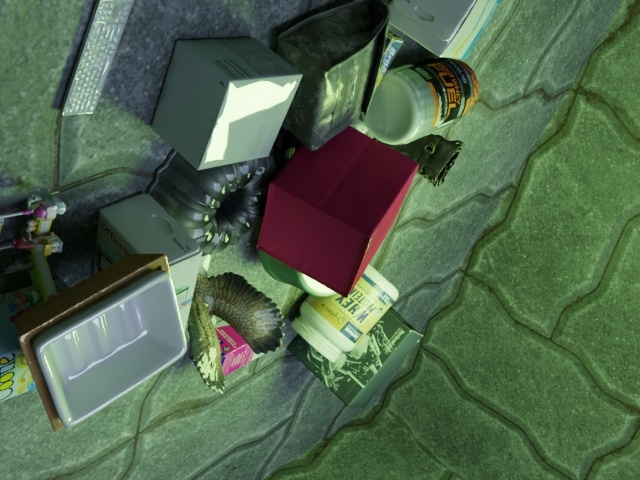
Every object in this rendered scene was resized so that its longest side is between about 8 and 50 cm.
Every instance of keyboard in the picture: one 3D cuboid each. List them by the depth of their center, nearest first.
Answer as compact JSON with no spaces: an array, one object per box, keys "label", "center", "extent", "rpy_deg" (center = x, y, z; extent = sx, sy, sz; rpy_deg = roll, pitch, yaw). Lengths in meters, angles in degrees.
[{"label":"keyboard","center":[-0.357,-0.315,1.295],"extent":[0.072,0.014,0.256],"rpy_deg":[-13,138,-54]}]

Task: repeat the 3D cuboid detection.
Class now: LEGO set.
[{"label":"LEGO set","center":[-0.520,0.042,1.402],"extent":[0.107,0.132,0.287],"rpy_deg":[-16,124,-43]}]

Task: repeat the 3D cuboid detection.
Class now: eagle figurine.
[{"label":"eagle figurine","center":[-0.251,0.174,1.867],"extent":[0.226,0.298,0.225],"rpy_deg":[-53,156,8]}]

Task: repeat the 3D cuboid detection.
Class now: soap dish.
[{"label":"soap dish","center":[-0.389,0.171,1.425],"extent":[0.291,0.118,0.229],"rpy_deg":[-33,134,-33]}]

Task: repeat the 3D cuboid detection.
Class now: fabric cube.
[{"label":"fabric cube","center":[0.034,-0.078,1.832],"extent":[0.258,0.259,0.254],"rpy_deg":[-55,171,-35]}]

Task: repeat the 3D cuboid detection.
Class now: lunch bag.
[{"label":"lunch bag","center":[0.041,-0.371,1.728],"extent":[0.287,0.169,0.235],"rpy_deg":[-39,159,-32]}]

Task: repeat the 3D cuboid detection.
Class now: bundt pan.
[{"label":"bundt pan","center":[-0.218,-0.096,1.739],"extent":[0.331,0.124,0.331],"rpy_deg":[-40,156,-22]}]

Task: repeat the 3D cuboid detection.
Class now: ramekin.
[{"label":"ramekin","center":[0.000,0.000,2.109],"extent":[0.303,0.148,0.303],"rpy_deg":[-20,123,-35]}]

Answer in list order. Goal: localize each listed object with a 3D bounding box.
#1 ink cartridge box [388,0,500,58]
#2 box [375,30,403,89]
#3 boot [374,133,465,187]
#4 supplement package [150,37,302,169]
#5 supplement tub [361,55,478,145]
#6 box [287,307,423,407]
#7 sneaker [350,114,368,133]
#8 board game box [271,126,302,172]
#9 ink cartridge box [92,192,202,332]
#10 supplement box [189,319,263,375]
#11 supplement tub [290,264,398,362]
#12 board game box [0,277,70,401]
[{"label":"ink cartridge box","center":[0.286,-0.537,1.852],"extent":[0.168,0.171,0.233],"rpy_deg":[-58,167,22]},{"label":"box","center":[0.129,-0.428,1.938],"extent":[0.059,0.054,0.169],"rpy_deg":[-9,134,-57]},{"label":"boot","center":[0.249,-0.220,2.243],"extent":[0.263,0.229,0.091],"rpy_deg":[-53,157,8]},{"label":"supplement package","center":[-0.179,-0.264,1.515],"extent":[0.203,0.149,0.194],"rpy_deg":[-19,143,-50]},{"label":"supplement tub","center":[0.268,-0.374,2.091],"extent":[0.316,0.193,0.193],"rpy_deg":[-27,148,-43]},{"label":"box","center":[0.122,0.353,2.789],"extent":[0.343,0.312,0.179],"rpy_deg":[-52,157,4]},{"label":"sneaker","center":[0.074,-0.259,2.048],"extent":[0.212,0.094,0.080],"rpy_deg":[-30,149,-38]},{"label":"board game box","center":[-0.054,-0.257,1.880],"extent":[0.141,0.048,0.170],"rpy_deg":[-35,153,-32]},{"label":"ink cartridge box","center":[-0.364,0.075,1.637],"extent":[0.117,0.201,0.278],"rpy_deg":[-25,147,-40]},{"label":"supplement box","center":[-0.249,0.294,2.292],"extent":[0.220,0.111,0.114],"rpy_deg":[-23,145,-48]},{"label":"supplement tub","center":[0.076,0.218,2.609],"extent":[0.316,0.228,0.228],"rpy_deg":[-49,157,-1]},{"label":"board game box","center":[-0.584,0.196,1.506],"extent":[0.275,0.144,0.142],"rpy_deg":[-17,142,-51]}]
